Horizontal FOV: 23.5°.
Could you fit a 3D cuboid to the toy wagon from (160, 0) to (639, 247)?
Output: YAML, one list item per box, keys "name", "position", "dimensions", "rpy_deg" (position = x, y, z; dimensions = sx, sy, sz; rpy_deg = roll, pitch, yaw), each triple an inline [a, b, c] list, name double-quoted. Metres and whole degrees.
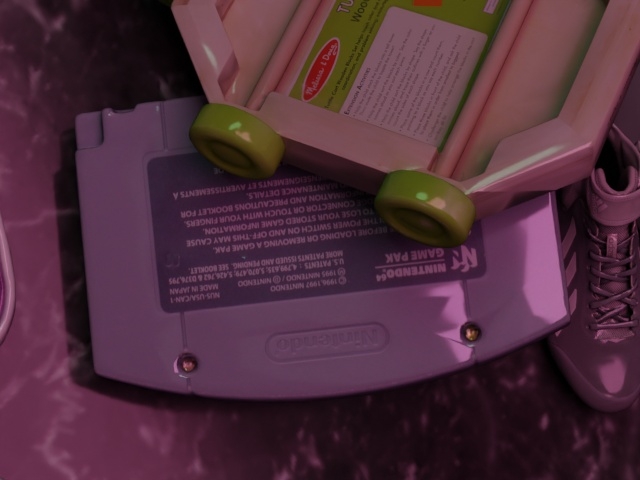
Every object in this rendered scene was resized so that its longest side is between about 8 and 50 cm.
- name: "toy wagon"
  position: [0.020, -0.150, 0.925]
  dimensions: [0.344, 0.068, 0.267]
  rpy_deg: [20, 69, 17]

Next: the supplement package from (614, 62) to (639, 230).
- name: "supplement package"
  position: [0.295, -0.142, 1.081]
  dimensions: [0.175, 0.177, 0.293]
  rpy_deg: [-22, 90, -23]

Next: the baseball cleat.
- name: "baseball cleat"
  position: [0.190, 0.013, 1.051]
  dimensions: [0.072, 0.109, 0.206]
  rpy_deg: [-7, 78, -8]

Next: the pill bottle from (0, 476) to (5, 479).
- name: "pill bottle"
  position: [-0.244, 0.135, 0.886]
  dimensions: [0.116, 0.065, 0.065]
  rpy_deg: [29, 72, -15]

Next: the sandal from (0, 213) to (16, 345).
- name: "sandal"
  position: [-0.282, -0.117, 0.894]
  dimensions: [0.169, 0.102, 0.416]
  rpy_deg: [-28, 91, -23]

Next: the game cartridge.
- name: "game cartridge"
  position: [0.000, 0.000, 0.953]
  dimensions: [0.294, 0.060, 0.196]
  rpy_deg: [-6, 79, 5]
